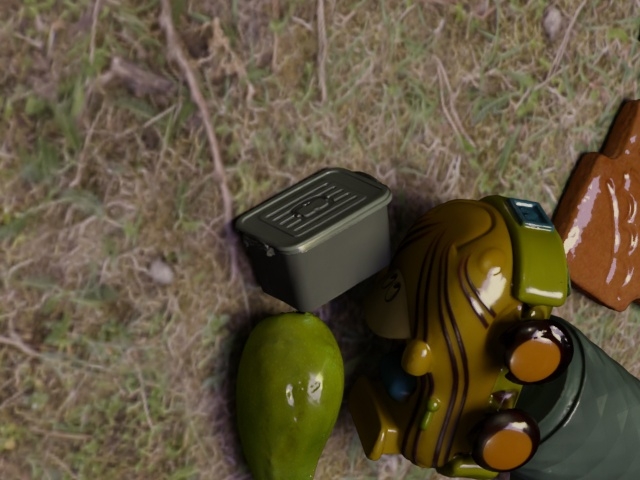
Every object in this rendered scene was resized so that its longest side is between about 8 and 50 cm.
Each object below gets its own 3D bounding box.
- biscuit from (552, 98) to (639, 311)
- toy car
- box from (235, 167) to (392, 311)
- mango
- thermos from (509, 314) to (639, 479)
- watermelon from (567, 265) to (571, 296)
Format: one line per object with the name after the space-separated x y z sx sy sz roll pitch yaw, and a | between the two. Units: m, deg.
0.340 -0.030 1.386 0.306 0.043 0.284 -25 114 -30 | biscuit
0.104 0.078 1.146 0.142 0.200 0.247 8 114 -15 | toy car
0.000 0.000 1.117 0.122 0.084 0.069 -30 123 -27 | box
-0.028 0.138 1.119 0.074 0.091 0.165 -4 101 -47 | mango
0.250 0.200 1.313 0.182 0.145 0.286 -43 129 11 | thermos
0.184 0.031 1.284 0.092 0.072 0.084 -8 122 4 | watermelon
